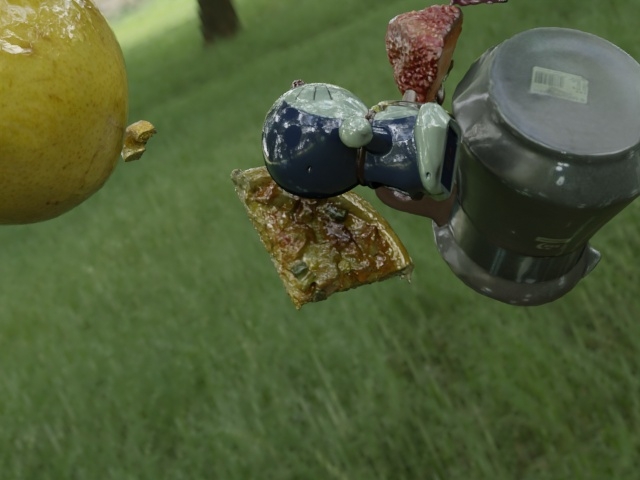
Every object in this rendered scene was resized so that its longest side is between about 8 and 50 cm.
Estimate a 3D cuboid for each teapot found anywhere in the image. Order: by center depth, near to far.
[{"bbox_3d":[0.276,-0.100,2.105,0.376,0.362,0.305,13,50,0],"label":"teapot"}]

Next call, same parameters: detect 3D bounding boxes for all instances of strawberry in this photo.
[{"bbox_3d":[0.146,-0.288,2.220,0.236,0.106,0.175,89,-160,-66],"label":"strawberry"}]

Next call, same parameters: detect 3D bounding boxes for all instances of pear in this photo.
[{"bbox_3d":[-0.343,-0.154,1.518,0.314,0.314,0.314,-25,9,4],"label":"pear"}]

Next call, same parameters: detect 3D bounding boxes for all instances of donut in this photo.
[{"bbox_3d":[-0.301,-0.162,2.424,0.038,0.067,0.083,-14,12,-34],"label":"donut"}]

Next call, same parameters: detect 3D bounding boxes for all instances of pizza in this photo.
[{"bbox_3d":[0.000,0.000,1.959,0.058,0.292,0.197,-40,23,51],"label":"pizza"}]

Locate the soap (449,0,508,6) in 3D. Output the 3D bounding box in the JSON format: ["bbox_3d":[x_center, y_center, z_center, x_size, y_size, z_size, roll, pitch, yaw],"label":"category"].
[{"bbox_3d":[0.254,-0.525,2.283,0.112,0.289,0.182,1,26,15],"label":"soap"}]

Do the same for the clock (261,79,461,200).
[{"bbox_3d":[0.045,-0.120,1.835,0.243,0.146,0.199,6,-2,13],"label":"clock"}]
